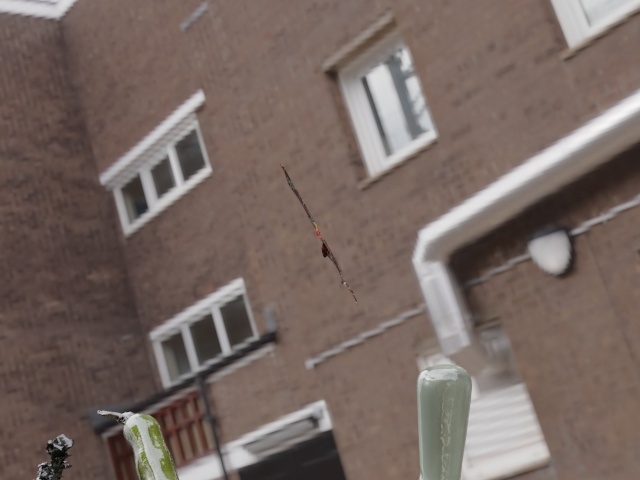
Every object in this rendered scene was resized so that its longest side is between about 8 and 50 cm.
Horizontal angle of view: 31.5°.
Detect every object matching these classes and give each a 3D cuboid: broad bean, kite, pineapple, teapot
[{"bbox_3d":[-0.202,0.298,1.402,0.067,0.325,0.075,16,-64,-32],"label":"broad bean"},{"bbox_3d":[0.000,0.000,1.263,0.010,0.190,0.159,-29,-21,-3],"label":"kite"},{"bbox_3d":[-0.353,0.303,1.468,0.058,0.058,0.124,-3,-63,-42],"label":"pineapple"},{"bbox_3d":[0.128,0.312,1.167,0.149,0.318,0.220,-13,28,0],"label":"teapot"}]
